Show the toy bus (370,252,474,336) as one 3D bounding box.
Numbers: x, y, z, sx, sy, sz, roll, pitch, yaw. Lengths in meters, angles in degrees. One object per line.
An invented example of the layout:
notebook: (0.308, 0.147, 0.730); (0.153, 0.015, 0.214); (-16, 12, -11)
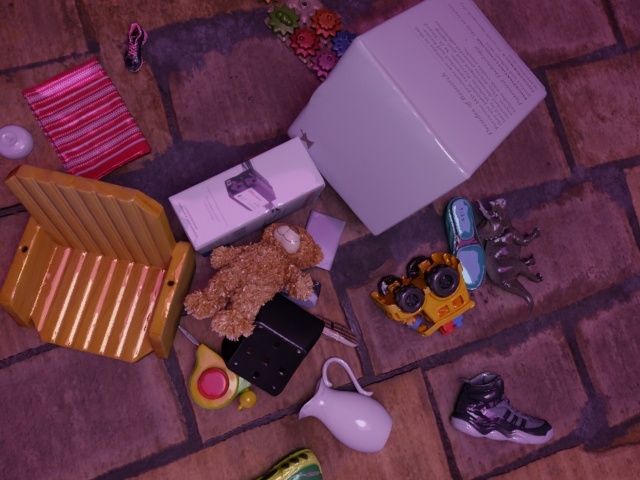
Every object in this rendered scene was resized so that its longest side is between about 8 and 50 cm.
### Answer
toy bus: (0.268, 0.164, 1.188); (0.220, 0.149, 0.211); (-29, 106, -9)

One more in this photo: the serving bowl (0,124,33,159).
serving bowl: (-0.722, -0.233, 1.103); (0.084, 0.027, 0.083); (1, 84, -9)

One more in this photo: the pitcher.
pitcher: (0.073, 0.397, 1.141); (0.207, 0.125, 0.177); (27, 65, 5)

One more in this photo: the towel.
towel: (-0.561, -0.284, 1.135); (0.199, 0.031, 0.274); (-31, 90, -12)

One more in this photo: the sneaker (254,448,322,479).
sneaker: (-0.120, 0.609, 1.084); (0.296, 0.109, 0.123); (-30, 86, -11)

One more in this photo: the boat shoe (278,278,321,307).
boat shoe: (-0.102, 0.086, 1.158); (0.229, 0.080, 0.076); (24, 57, 0)

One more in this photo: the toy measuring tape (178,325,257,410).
toy measuring tape: (-0.293, 0.293, 1.091); (0.330, 0.121, 0.121); (35, 80, 5)

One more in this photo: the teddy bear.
teddy bear: (-0.136, 0.069, 1.021); (0.338, 0.245, 0.113); (-30, 131, -22)

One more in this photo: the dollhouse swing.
dollhouse swing: (-0.471, 0.067, 0.947); (0.347, 0.305, 0.314); (14, 76, 0)

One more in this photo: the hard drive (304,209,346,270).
hard drive: (0.000, 0.000, 1.206); (0.094, 0.022, 0.135); (19, 82, -7)

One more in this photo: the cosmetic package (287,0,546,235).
cosmetic package: (0.210, -0.286, 1.058); (0.327, 0.329, 0.394); (50, 57, -3)

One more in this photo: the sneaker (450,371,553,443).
sneaker: (0.473, 0.424, 1.204); (0.269, 0.101, 0.152); (9, 86, -6)

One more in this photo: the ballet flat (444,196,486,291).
ballet flat: (0.377, 0.008, 1.236); (0.083, 0.087, 0.247); (-9, 89, 3)

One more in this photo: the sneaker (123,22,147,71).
sneaker: (-0.459, -0.476, 1.156); (0.047, 0.057, 0.119); (8, 85, -11)

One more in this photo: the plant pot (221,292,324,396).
plant pot: (-0.115, 0.238, 1.068); (0.188, 0.167, 0.187); (34, 96, -4)

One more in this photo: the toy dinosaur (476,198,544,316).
toy dinosaur: (0.496, 0.044, 1.256); (0.161, 0.121, 0.313); (-4, 90, 2)

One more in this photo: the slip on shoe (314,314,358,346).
slip on shoe: (0.031, 0.233, 1.182); (0.136, 0.051, 0.041); (27, 121, -14)

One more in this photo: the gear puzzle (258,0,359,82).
gear puzzle: (-0.042, -0.586, 1.242); (0.339, 0.044, 0.175); (45, 80, -3)

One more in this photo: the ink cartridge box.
ink cartridge box: (-0.165, -0.092, 1.085); (0.308, 0.223, 0.128); (-28, 88, -11)
